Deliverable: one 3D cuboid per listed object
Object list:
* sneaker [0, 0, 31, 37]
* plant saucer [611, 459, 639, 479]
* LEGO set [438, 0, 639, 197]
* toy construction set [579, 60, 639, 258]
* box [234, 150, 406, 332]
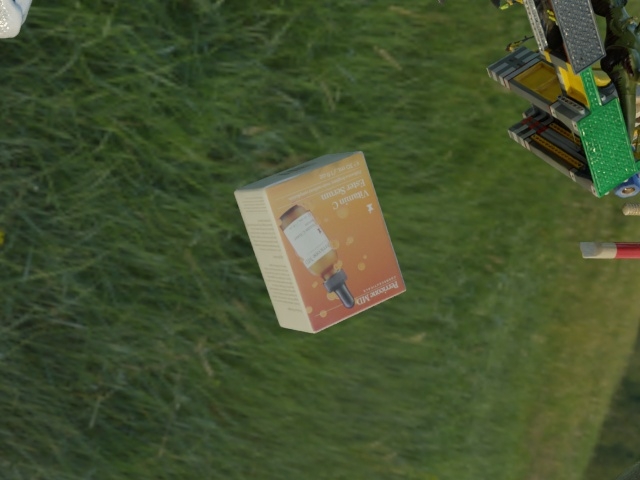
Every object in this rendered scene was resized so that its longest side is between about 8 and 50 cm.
[{"bbox_3d":[-0.347,-0.446,1.424,0.210,0.137,0.365,0,105,-40],"label":"sneaker"},{"bbox_3d":[0.121,0.216,0.515,0.311,0.050,0.310,-35,144,-31],"label":"plant saucer"},{"bbox_3d":[0.272,-0.220,1.054,0.255,0.192,0.331,-39,127,-2],"label":"LEGO set"},{"bbox_3d":[0.377,-0.128,1.436,0.257,0.237,0.308,174,-85,-70],"label":"toy construction set"},{"bbox_3d":[0.000,0.000,1.196,0.130,0.091,0.170,-24,101,-24],"label":"box"}]
